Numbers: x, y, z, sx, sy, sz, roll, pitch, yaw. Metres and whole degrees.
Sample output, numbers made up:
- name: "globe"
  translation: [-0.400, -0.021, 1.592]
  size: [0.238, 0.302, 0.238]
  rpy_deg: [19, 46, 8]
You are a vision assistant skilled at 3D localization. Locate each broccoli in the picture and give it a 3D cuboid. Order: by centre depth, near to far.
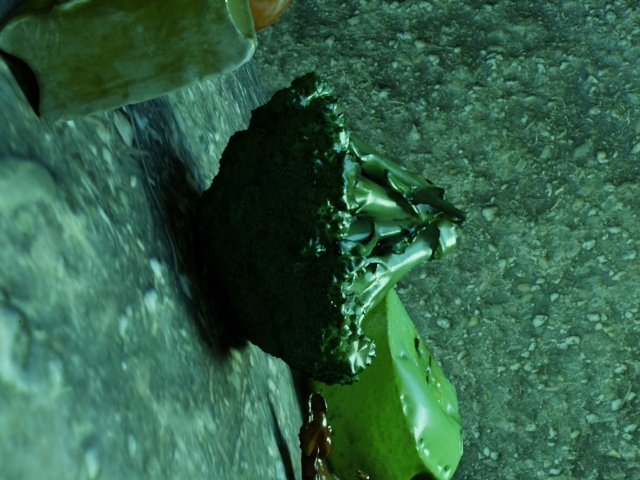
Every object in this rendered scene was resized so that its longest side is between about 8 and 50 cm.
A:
- name: "broccoli"
  translation: [0.008, -0.010, 0.635]
  size: [0.304, 0.284, 0.321]
  rpy_deg: [-125, -148, -61]

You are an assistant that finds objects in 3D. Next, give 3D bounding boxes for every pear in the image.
- name: "pear"
  translation: [0.099, 0.295, 1.008]
  size: [0.342, 0.239, 0.318]
  rpy_deg: [57, 24, -28]

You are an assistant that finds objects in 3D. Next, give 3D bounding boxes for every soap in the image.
- name: "soap"
  translation: [-0.126, -0.176, 0.422]
  size: [0.232, 0.140, 0.073]
  rpy_deg: [-105, 180, -54]

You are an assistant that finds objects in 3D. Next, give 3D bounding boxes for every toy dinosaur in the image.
- name: "toy dinosaur"
  translation: [0.042, 0.388, 0.639]
  size: [0.208, 0.097, 0.431]
  rpy_deg: [134, -58, -82]

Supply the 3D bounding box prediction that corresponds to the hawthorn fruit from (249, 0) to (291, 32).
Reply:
- name: "hawthorn fruit"
  translation: [-0.132, -0.377, 0.639]
  size: [0.284, 0.285, 0.284]
  rpy_deg: [-18, 90, -88]
